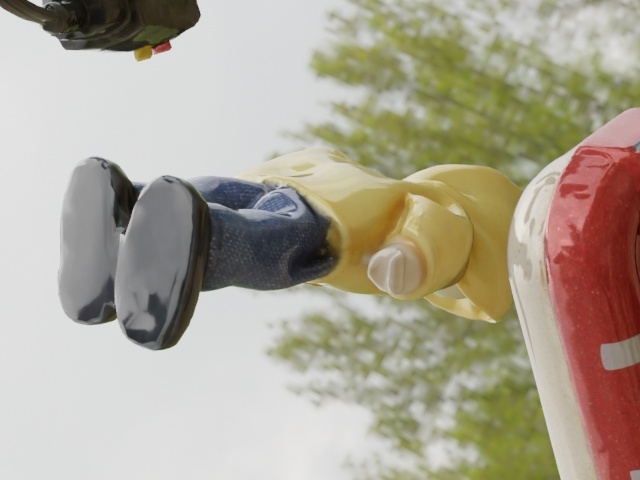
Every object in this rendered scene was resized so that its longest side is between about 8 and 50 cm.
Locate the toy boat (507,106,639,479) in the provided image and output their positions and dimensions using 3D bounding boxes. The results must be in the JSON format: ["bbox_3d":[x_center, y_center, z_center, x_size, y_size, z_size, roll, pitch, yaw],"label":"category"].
[{"bbox_3d":[0.190,0.052,0.841,0.151,0.151,0.231,-34,-67,-47],"label":"toy boat"}]

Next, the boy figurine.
[{"bbox_3d":[0.000,0.000,0.954,0.285,0.177,0.092,1,-80,-47],"label":"boy figurine"}]

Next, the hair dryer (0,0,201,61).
[{"bbox_3d":[-0.178,-0.094,0.516,0.080,0.223,0.293,-37,3,36],"label":"hair dryer"}]
